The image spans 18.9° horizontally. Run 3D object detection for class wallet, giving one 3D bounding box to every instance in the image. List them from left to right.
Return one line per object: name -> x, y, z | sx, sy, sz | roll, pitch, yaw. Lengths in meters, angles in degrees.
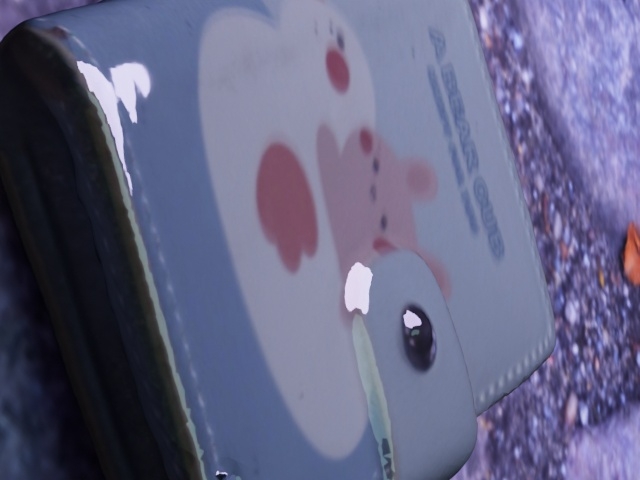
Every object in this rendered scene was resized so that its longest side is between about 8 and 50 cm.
wallet -> 0.000, 0.000, 0.837 | 0.360, 0.083, 0.252 | -27, 104, -59
